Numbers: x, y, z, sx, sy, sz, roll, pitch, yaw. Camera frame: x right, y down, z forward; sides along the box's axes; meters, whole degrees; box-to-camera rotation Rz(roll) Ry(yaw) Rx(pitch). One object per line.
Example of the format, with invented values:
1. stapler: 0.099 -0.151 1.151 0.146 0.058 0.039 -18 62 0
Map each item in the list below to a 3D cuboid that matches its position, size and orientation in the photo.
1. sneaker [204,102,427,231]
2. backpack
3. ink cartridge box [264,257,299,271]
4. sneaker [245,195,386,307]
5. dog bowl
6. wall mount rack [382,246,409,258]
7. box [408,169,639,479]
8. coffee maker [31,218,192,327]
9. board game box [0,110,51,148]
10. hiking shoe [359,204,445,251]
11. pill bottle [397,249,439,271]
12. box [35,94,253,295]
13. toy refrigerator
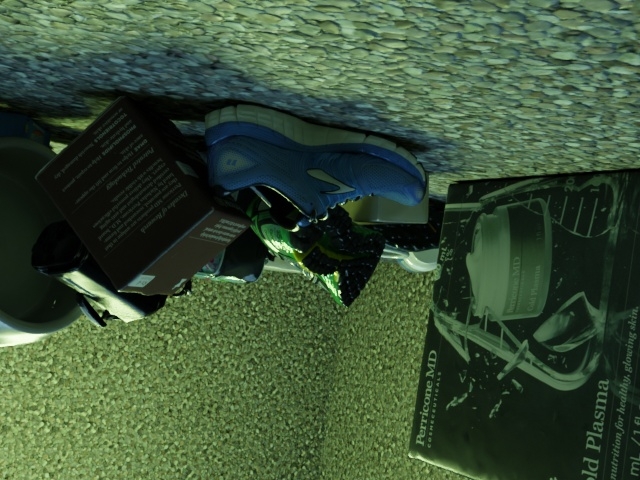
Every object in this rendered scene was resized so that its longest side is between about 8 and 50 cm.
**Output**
1. sneaker: -0.007 -0.079 1.128 0.330 0.147 0.130 9 176 -25
2. backpack: -0.205 -0.048 1.406 0.191 0.225 0.254 14 177 -40
3. ink cartridge box: -0.140 -0.001 2.331 0.286 0.166 0.395 9 177 -18
4. sneaker: 0.000 0.000 1.339 0.146 0.134 0.343 28 171 29
5. dog bowl: -0.475 -0.001 1.284 0.102 0.348 0.349 -13 167 27
6. wall mount rack: 0.053 -0.029 1.941 0.350 0.130 0.304 7 172 19
7. box: 0.419 0.158 1.279 0.297 0.479 0.472 12 174 -30
8. coffee maker: -0.318 0.036 1.271 0.171 0.120 0.178 -26 142 14
9. board game box: -0.579 -0.188 1.399 0.210 0.047 0.160 8 176 -3
10. hiking shoe: 0.206 -0.024 1.713 0.304 0.113 0.132 9 175 -13
11. pill bottle: 0.262 0.019 2.147 0.124 0.124 0.221 8 175 -1
12. box: -0.235 -0.055 1.135 0.203 0.167 0.168 50 -173 12
13. toy refrigerator: 0.066 -0.076 1.442 0.102 0.094 0.269 2 180 -30
